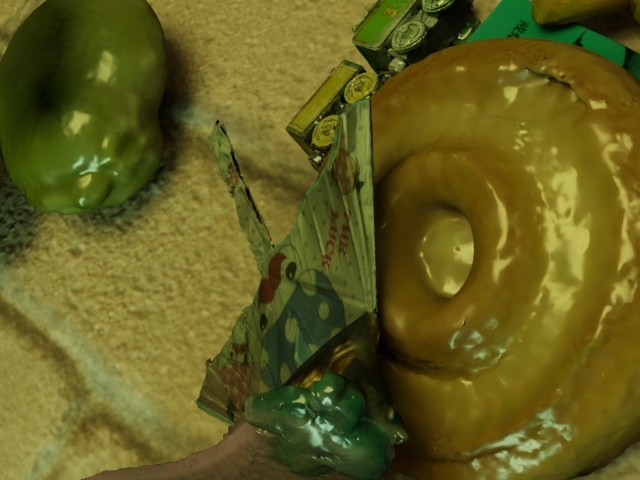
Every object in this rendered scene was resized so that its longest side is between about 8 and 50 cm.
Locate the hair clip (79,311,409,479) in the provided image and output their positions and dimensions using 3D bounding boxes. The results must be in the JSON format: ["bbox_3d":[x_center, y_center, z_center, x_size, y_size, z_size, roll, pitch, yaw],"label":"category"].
[{"bbox_3d":[-0.064,0.163,0.567,0.359,0.110,0.095,-42,54,37],"label":"hair clip"}]

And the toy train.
[{"bbox_3d":[0.051,-0.141,0.707,0.202,0.060,0.081,-51,42,-7],"label":"toy train"}]

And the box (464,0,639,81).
[{"bbox_3d":[0.170,-0.073,0.613,0.161,0.042,0.226,-51,51,3],"label":"box"}]

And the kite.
[{"bbox_3d":[-0.032,0.035,0.605,0.335,0.011,0.314,-58,47,38],"label":"kite"}]

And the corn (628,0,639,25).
[{"bbox_3d":[0.273,-0.062,0.455,0.131,0.131,0.344,-24,74,22],"label":"corn"}]

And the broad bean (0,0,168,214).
[{"bbox_3d":[-0.249,-0.150,0.881,0.238,0.119,0.291,-48,48,17],"label":"broad bean"}]

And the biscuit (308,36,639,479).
[{"bbox_3d":[0.095,0.012,0.545,0.296,0.102,0.296,-9,77,43],"label":"biscuit"}]

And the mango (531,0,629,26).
[{"bbox_3d":[0.236,-0.214,0.613,0.187,0.066,0.101,-26,48,11],"label":"mango"}]
